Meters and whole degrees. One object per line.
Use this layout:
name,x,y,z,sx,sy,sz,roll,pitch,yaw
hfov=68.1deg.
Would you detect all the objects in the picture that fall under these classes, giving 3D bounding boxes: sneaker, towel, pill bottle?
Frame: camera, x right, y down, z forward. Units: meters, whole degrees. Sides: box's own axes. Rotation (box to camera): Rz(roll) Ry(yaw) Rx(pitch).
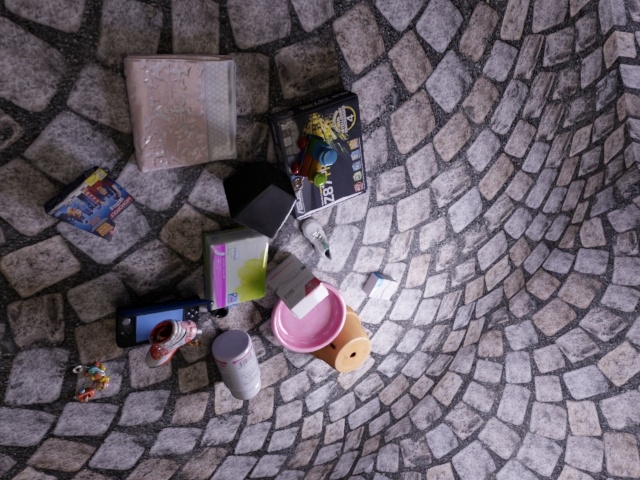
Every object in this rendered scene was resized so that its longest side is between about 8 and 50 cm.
sneaker,0.000,0.000,1.903,0.080,0.094,0.212,-38,132,-7
sneaker,-0.552,0.352,1.634,0.270,0.090,0.145,-34,153,18
towel,-0.401,-0.379,1.411,0.317,0.053,0.331,-13,123,-28
pill bottle,-0.337,0.517,1.950,0.160,0.160,0.283,-24,129,-21
sneaker,-0.357,0.256,1.821,0.152,0.084,0.058,-8,122,-31

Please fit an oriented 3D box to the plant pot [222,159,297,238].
plant pot,-0.190,-0.151,1.578,0.167,0.187,0.188,-41,136,21

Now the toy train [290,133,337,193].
toy train,-0.029,-0.216,1.585,0.105,0.143,0.248,4,115,-33

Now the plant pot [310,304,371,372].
plant pot,0.098,0.471,2.197,0.291,0.203,0.290,-18,127,-26

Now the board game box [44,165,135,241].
board game box,-0.660,-0.097,1.402,0.194,0.060,0.194,-42,134,-5

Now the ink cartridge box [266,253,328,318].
ink cartridge box,-0.097,0.178,1.863,0.158,0.218,0.092,-41,138,-7

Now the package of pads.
package of pads,-0.308,0.096,1.743,0.229,0.101,0.296,-12,124,-28

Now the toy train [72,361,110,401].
toy train,-0.818,0.511,1.688,0.125,0.046,0.166,-12,124,-29

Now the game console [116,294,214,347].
game console,-0.544,0.292,1.654,0.293,0.173,0.250,-5,120,-32

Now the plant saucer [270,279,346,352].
plant saucer,-0.056,0.315,2.028,0.332,0.084,0.332,-6,109,-19

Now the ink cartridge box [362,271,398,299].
ink cartridge box,0.300,0.223,2.277,0.180,0.060,0.104,15,108,-40

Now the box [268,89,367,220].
box,0.002,-0.304,1.710,0.318,0.097,0.394,-22,128,-18

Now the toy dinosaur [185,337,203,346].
toy dinosaur,-0.506,0.369,1.768,0.112,0.064,0.211,15,150,-40
